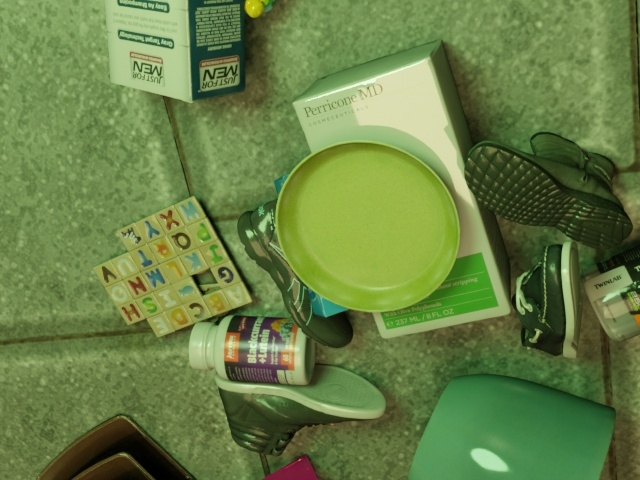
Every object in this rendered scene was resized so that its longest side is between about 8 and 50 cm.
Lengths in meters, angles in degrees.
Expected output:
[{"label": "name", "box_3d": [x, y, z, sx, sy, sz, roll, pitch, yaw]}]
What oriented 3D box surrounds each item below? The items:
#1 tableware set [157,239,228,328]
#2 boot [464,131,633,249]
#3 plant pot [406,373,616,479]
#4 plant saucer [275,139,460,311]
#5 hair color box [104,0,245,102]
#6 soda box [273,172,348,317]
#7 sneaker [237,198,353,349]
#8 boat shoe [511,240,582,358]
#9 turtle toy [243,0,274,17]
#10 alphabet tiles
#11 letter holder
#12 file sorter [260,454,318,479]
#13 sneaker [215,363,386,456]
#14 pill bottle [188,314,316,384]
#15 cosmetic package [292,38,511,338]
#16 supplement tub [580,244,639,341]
[{"label": "tableware set", "box_3d": [-0.231, 0.073, 1.229, 0.141, 0.020, 0.168, -17, 108, 18]}, {"label": "boot", "box_3d": [0.291, -0.091, 0.967, 0.247, 0.161, 0.083, 23, 129, -14]}, {"label": "plant pot", "box_3d": [0.272, 0.336, 1.105, 0.235, 0.293, 0.292, 24, 116, 18]}, {"label": "plant saucer", "box_3d": [0.061, -0.019, 0.954, 0.241, 0.037, 0.240, 6, 115, 13]}, {"label": "hair color box", "box_3d": [-0.194, -0.370, 0.952, 0.174, 0.105, 0.347, 20, 119, 35]}, {"label": "soda box", "box_3d": [0.000, 0.000, 1.062, 0.071, 0.067, 0.210, -18, 93, -15]}, {"label": "sneaker", "box_3d": [-0.018, 0.053, 1.134, 0.106, 0.101, 0.267, -31, 104, 19]}, {"label": "boat shoe", "box_3d": [0.310, 0.091, 1.010, 0.091, 0.114, 0.302, 4, 151, 21]}, {"label": "turtle toy", "box_3d": [-0.075, -0.363, 0.983, 0.130, 0.066, 0.095, -46, 72, 25]}, {"label": "alphabet tiles", "box_3d": [-0.256, 0.055, 1.212, 0.237, 0.009, 0.198, -22, 105, 20]}, {"label": "letter holder", "box_3d": [-0.427, 0.496, 1.381, 0.302, 0.152, 0.214, -38, 99, 23]}, {"label": "file sorter", "box_3d": [-0.090, 0.558, 1.255, 0.291, 0.202, 0.182, -29, 111, -7]}, {"label": "sneaker", "box_3d": [-0.032, 0.295, 1.244, 0.296, 0.104, 0.146, 5, 116, 16]}, {"label": "pill bottle", "box_3d": [-0.111, 0.177, 1.200, 0.194, 0.108, 0.108, 1, 113, 10]}, {"label": "cosmetic package", "box_3d": [0.126, -0.069, 1.023, 0.197, 0.155, 0.365, -16, 110, 21]}, {"label": "supplement tub", "box_3d": [0.476, 0.057, 1.025, 0.190, 0.117, 0.117, -28, 105, 21]}]
